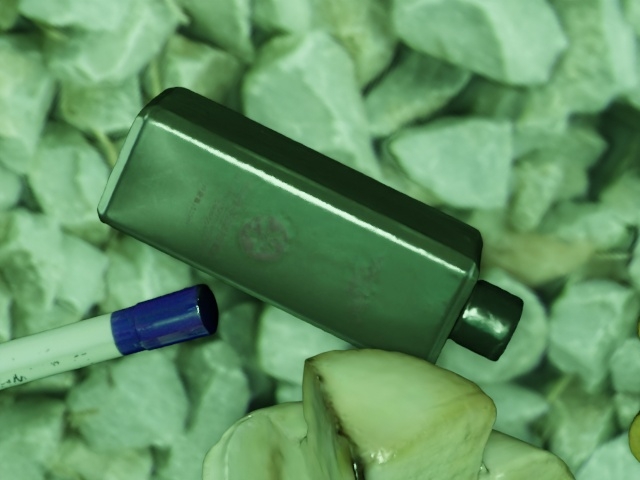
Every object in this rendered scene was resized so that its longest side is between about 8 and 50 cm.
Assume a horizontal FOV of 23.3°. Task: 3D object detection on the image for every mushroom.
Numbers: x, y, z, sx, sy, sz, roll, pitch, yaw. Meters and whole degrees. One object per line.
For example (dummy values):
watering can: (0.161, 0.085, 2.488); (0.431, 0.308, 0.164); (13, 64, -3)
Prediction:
mushroom: (0.041, 0.150, 0.920); (0.162, 0.173, 0.236); (38, 133, 42)

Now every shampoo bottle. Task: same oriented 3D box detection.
shampoo bottle: (0.000, 0.000, 0.899); (0.246, 0.079, 0.080); (26, 108, 0)

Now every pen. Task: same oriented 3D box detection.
pen: (-0.193, 0.076, 0.972); (0.269, 0.033, 0.033); (-15, 103, 12)

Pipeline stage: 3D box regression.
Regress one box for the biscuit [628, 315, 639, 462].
biscuit: (0.307, 0.090, 0.905); (0.248, 0.035, 0.184); (5, 106, 6)
